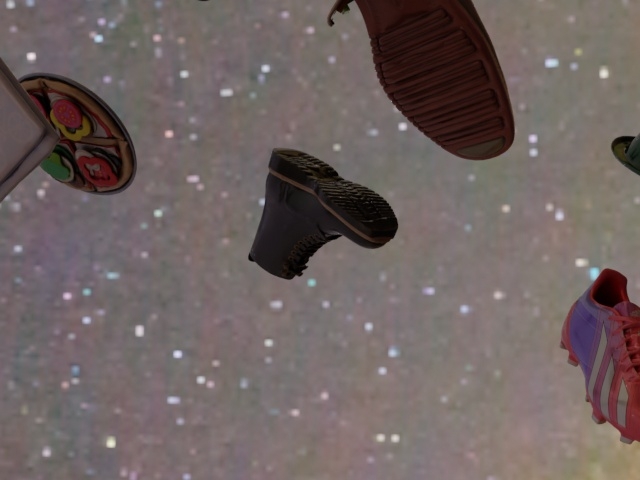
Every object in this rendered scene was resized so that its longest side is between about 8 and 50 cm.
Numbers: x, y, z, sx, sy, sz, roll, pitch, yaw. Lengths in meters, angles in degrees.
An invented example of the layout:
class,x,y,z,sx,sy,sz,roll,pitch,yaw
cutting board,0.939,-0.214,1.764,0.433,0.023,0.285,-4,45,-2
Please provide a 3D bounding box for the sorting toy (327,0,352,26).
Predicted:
class,x,y,z,sx,sy,sz,roll,pitch,yaw
sorting toy,0.023,-0.195,1.206,0.062,0.012,0.083,-63,2,10

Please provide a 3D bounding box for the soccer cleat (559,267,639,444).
class,x,y,z,sx,sy,sz,roll,pitch,yaw
soccer cleat,0.290,0.112,1.453,0.248,0.083,0.095,-110,38,-66

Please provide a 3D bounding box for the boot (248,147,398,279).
class,x,y,z,sx,sy,sz,roll,pitch,yaw
boot,0.000,0.000,1.650,0.077,0.198,0.137,4,-67,-35

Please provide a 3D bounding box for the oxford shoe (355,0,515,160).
class,x,y,z,sx,sy,sz,roll,pitch,yaw
oxford shoe,0.119,-0.269,1.731,0.397,0.140,0.146,59,-145,-27

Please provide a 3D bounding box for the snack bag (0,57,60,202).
class,x,y,z,sx,sy,sz,roll,pitch,yaw
snack bag,-0.466,-0.135,1.642,0.323,0.342,0.037,52,-147,4

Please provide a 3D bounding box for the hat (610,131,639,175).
class,x,y,z,sx,sy,sz,roll,pitch,yaw
hat,0.439,-0.160,1.728,0.208,0.173,0.184,-35,-35,-63

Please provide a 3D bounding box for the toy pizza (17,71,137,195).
class,x,y,z,sx,sy,sz,roll,pitch,yaw
toy pizza,-0.331,-0.133,2.032,0.032,0.201,0.201,-54,-42,-37
